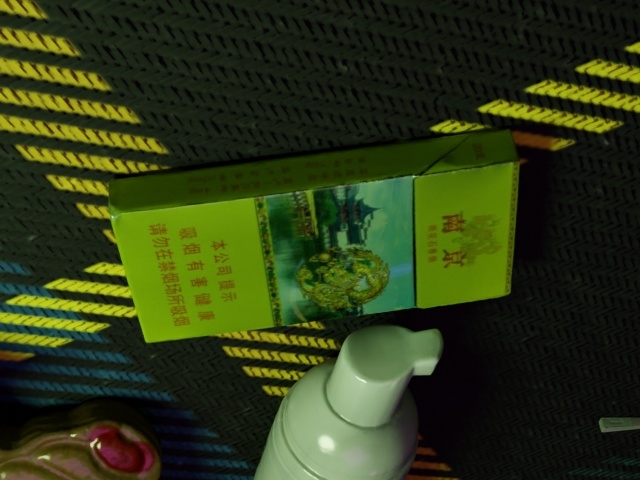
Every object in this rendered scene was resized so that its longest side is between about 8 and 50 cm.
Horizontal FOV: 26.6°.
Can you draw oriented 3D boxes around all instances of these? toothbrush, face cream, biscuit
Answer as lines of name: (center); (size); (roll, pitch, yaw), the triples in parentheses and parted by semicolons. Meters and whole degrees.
toothbrush: (0.404, 0.201, 1.502); (0.194, 0.014, 0.017); (0, 141, -10)
face cream: (0.021, 0.198, 1.335); (0.145, 0.145, 0.369); (3, 138, -13)
biscuit: (-0.325, 0.299, 1.378); (0.381, 0.074, 0.359); (-40, 123, 14)

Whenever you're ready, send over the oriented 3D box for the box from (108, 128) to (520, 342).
box: (0.000, 0.000, 1.163); (0.335, 0.047, 0.187); (-8, 140, -2)
